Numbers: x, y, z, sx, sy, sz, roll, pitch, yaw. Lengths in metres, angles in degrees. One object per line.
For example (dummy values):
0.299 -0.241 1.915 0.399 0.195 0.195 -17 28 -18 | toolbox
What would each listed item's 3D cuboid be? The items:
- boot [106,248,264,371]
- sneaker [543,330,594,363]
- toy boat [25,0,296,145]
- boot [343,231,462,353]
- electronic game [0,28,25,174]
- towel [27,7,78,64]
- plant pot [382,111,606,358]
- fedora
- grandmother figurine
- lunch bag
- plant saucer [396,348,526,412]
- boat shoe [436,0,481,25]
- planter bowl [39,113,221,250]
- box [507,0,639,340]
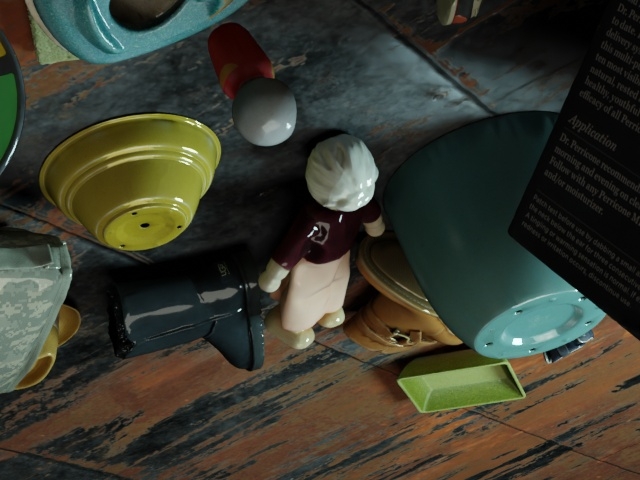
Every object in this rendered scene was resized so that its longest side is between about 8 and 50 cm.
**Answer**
-0.186 0.116 2.100 0.207 0.094 0.246 -15 146 -11 | boot
0.318 0.090 2.259 0.086 0.163 0.226 -32 147 31 | sneaker
-0.111 -0.218 1.429 0.267 0.148 0.318 -30 143 4 | toy boat
0.105 0.085 2.222 0.283 0.109 0.220 19 153 -37 | boot
-0.390 -0.130 1.423 0.229 0.229 0.048 -11 -176 -10 | electronic game
-0.236 -0.227 1.517 0.110 0.027 0.148 -12 153 -7 | towel
0.254 0.012 1.998 0.293 0.235 0.293 -13 153 -7 | plant pot
-0.411 0.148 2.057 0.194 0.079 0.194 -13 152 -7 | fedora
0.000 0.000 1.961 0.208 0.104 0.342 -41 158 -37 | grandmother figurine
-0.443 0.072 1.798 0.235 0.169 0.287 -4 155 -33 | lunch bag
0.235 0.228 2.564 0.188 0.045 0.188 -10 154 13 | plant saucer
0.158 -0.275 1.618 0.043 0.049 0.137 -12 155 -15 | boat shoe
-0.212 -0.050 1.789 0.217 0.090 0.217 -13 153 -7 | planter bowl
0.533 -0.123 1.638 0.479 0.297 0.472 7 115 -37 | box
